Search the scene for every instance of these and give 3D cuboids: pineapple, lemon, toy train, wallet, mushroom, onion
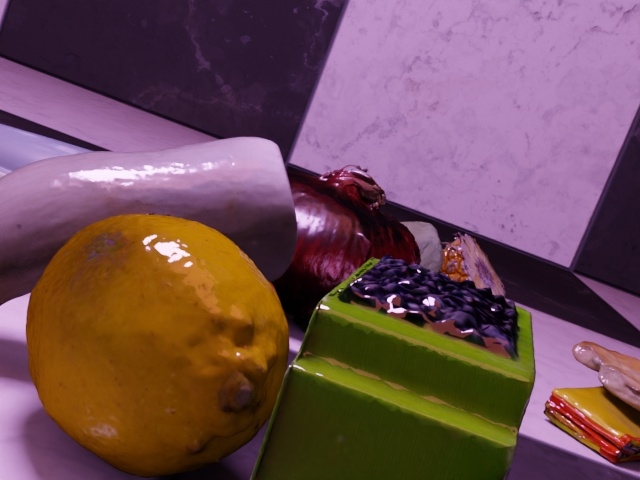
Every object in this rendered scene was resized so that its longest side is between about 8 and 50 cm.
[{"bbox_3d":[0.233,0.090,1.744,0.176,0.137,0.161,38,34,-44],"label":"pineapple"},{"bbox_3d":[-0.130,0.079,0.788,0.204,0.204,0.260,13,6,-39],"label":"lemon"},{"bbox_3d":[0.047,0.147,0.662,0.173,0.248,0.307,20,10,9],"label":"toy train"},{"bbox_3d":[0.439,0.265,1.408,0.241,0.067,0.141,7,21,-40],"label":"wallet"},{"bbox_3d":[-0.208,-0.002,0.930,0.397,0.177,0.126,-5,36,-31],"label":"mushroom"},{"bbox_3d":[0.000,0.000,1.404,0.314,0.232,0.314,22,10,-4],"label":"onion"}]

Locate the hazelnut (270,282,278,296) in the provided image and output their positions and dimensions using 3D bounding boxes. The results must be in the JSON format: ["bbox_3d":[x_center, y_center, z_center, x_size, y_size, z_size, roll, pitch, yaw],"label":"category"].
[{"bbox_3d":[-0.090,0.081,1.255,0.086,0.086,0.086,20,10,-4],"label":"hazelnut"}]

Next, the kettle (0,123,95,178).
[{"bbox_3d":[-0.337,-0.051,1.154,0.243,0.160,0.210,22,4,-4],"label":"kettle"}]

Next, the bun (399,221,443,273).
[{"bbox_3d":[0.103,0.038,1.660,0.221,0.108,0.221,-10,11,2],"label":"bun"}]

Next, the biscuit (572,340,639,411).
[{"bbox_3d":[0.476,0.236,1.360,0.154,0.045,0.299,14,22,-26],"label":"biscuit"}]
